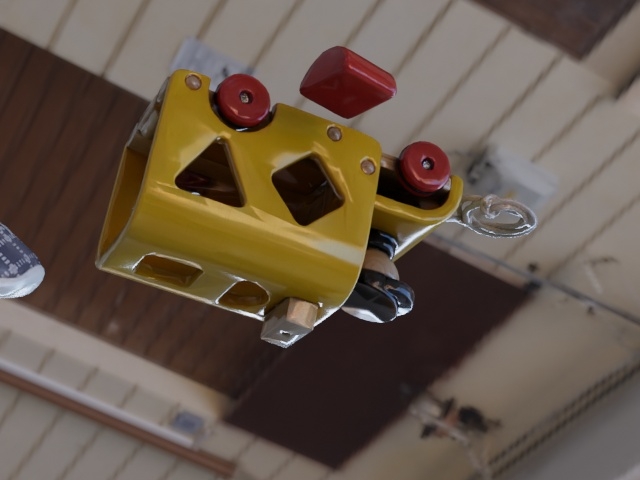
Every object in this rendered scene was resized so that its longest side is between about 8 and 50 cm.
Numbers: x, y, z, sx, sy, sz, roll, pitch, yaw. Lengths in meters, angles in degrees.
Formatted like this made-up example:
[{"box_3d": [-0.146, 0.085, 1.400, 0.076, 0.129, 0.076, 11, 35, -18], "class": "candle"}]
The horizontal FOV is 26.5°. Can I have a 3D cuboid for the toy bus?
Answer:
[{"box_3d": [-0.013, -0.002, 0.689, 0.202, 0.191, 0.104, -1, -117, 25], "class": "toy bus"}]

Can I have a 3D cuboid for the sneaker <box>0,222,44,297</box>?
[{"box_3d": [-0.153, 0.084, 0.311, 0.235, 0.094, 0.090, -65, -173, -3], "class": "sneaker"}]
